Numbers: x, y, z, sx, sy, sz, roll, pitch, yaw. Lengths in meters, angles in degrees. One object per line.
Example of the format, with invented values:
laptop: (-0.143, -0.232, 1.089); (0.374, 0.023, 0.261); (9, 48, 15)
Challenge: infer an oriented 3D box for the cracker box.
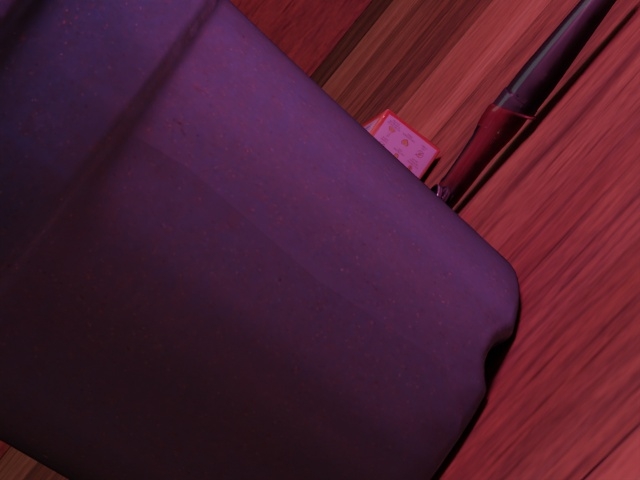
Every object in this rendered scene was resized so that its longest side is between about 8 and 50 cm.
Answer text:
cracker box: (0.000, 0.000, 1.293); (0.232, 0.067, 0.156); (-54, 9, -13)

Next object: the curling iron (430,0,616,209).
curling iron: (0.142, -0.088, 1.044); (0.274, 0.035, 0.068); (-51, 14, 11)

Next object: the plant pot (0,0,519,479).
plant pot: (-0.085, 0.018, 0.848); (0.341, 0.334, 0.341); (-50, 10, 12)
